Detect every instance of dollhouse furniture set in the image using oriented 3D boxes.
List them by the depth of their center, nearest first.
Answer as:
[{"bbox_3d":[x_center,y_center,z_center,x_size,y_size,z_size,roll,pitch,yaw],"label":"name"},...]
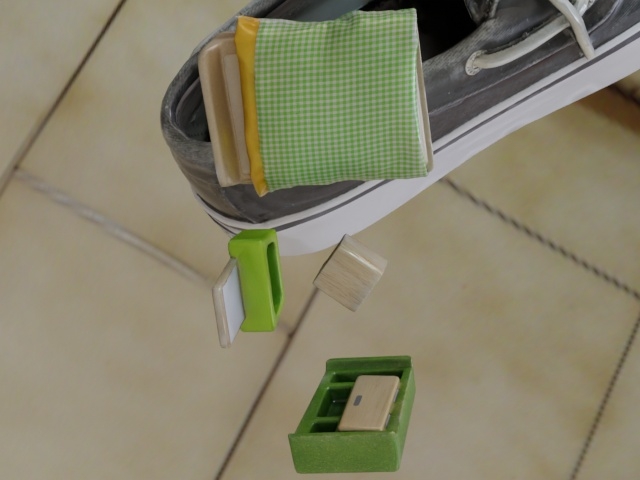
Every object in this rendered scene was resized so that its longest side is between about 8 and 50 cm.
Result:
[{"bbox_3d":[0.000,0.000,0.549,0.076,0.058,0.151,-2,112,13],"label":"dollhouse furniture set"}]

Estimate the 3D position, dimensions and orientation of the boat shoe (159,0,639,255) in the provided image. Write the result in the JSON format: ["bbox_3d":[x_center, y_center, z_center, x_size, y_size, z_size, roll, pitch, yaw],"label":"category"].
[{"bbox_3d":[0.068,-0.115,0.655,0.306,0.105,0.113,-31,62,0],"label":"boat shoe"}]
